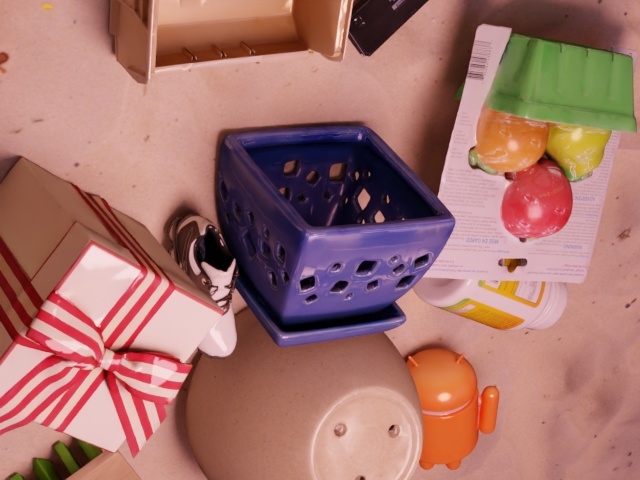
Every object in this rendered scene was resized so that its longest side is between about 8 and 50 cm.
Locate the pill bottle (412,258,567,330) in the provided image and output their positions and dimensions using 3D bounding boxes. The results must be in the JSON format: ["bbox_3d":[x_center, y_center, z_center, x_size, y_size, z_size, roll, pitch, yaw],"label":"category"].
[{"bbox_3d":[0.259,0.059,2.129,0.245,0.136,0.136,21,106,-42],"label":"pill bottle"}]

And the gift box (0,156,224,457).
[{"bbox_3d":[-0.298,0.103,1.687,0.255,0.258,0.276,26,102,-42],"label":"gift box"}]

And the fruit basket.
[{"bbox_3d":[0.292,-0.115,1.993,0.327,0.165,0.353,2,110,-36],"label":"fruit basket"}]

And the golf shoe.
[{"bbox_3d":[-0.144,0.064,1.833,0.077,0.094,0.198,-22,102,-29],"label":"golf shoe"}]

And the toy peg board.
[{"bbox_3d":[-0.339,0.343,1.959,0.161,0.079,0.161,-35,149,-10],"label":"toy peg board"}]

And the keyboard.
[{"bbox_3d":[0.098,-0.330,1.837,0.180,0.023,0.108,-44,140,-3],"label":"keyboard"}]

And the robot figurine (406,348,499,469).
[{"bbox_3d":[0.187,0.260,2.220,0.128,0.158,0.219,-35,135,-34],"label":"robot figurine"}]

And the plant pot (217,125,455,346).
[{"bbox_3d":[0.000,0.000,1.853,0.236,0.236,0.212,-7,130,-32],"label":"plant pot"}]

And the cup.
[{"bbox_3d":[0.012,0.253,1.947,0.331,0.237,0.331,-5,102,-25],"label":"cup"}]

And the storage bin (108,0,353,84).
[{"bbox_3d":[-0.099,-0.317,1.638,0.262,0.123,0.260,-11,124,-30],"label":"storage bin"}]
